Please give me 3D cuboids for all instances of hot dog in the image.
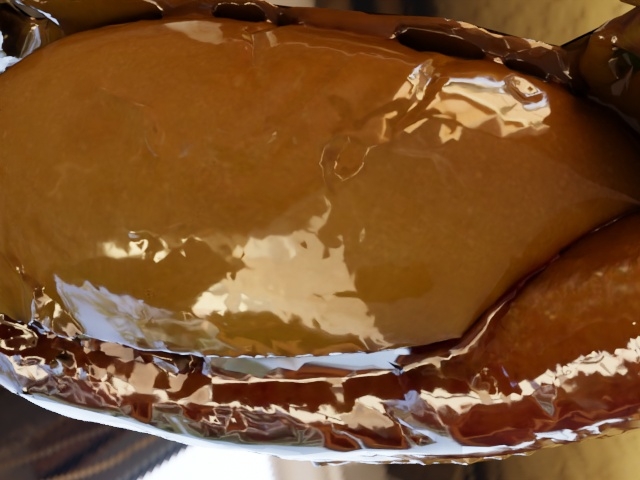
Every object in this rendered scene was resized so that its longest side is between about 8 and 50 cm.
[{"bbox_3d":[0.002,0.003,0.436,0.194,0.326,0.107,37,-119,-42],"label":"hot dog"}]
